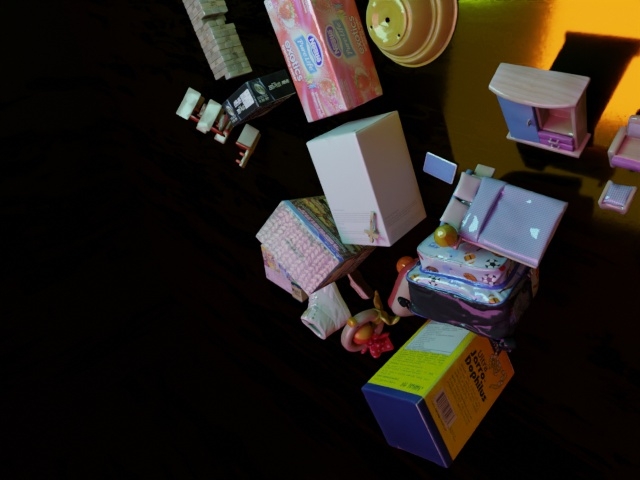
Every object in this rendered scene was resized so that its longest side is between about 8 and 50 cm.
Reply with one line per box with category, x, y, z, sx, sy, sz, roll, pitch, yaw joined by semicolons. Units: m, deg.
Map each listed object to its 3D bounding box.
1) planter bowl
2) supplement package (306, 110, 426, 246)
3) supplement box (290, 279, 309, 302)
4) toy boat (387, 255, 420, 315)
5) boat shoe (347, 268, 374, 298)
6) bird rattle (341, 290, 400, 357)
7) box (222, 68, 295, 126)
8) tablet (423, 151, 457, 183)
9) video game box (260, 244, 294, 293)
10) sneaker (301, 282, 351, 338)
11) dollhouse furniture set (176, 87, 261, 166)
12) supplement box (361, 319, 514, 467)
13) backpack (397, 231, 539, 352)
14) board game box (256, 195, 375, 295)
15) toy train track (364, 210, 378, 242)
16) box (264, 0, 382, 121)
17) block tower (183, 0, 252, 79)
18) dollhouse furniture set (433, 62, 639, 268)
planter bowl;0.161;-0.462;0.885;0.217;0.090;0.217;32;139;33
supplement package;0.124;-0.155;1.108;0.177;0.175;0.293;4;121;49
supplement box;-0.068;0.189;1.721;0.056;0.083;0.083;26;135;36
toy boat;0.264;0.110;1.220;0.231;0.151;0.151;100;157;-45
boat shoe;0.126;0.148;1.474;0.135;0.050;0.045;55;141;2
bird rattle;0.155;0.299;1.446;0.143;0.207;0.253;54;142;38
box;-0.189;-0.429;1.299;0.180;0.147;0.077;-10;110;55
tablet;0.289;-0.176;1.039;0.083;0.006;0.054;34;141;31
video game box;-0.161;0.121;1.814;0.205;0.048;0.187;28;139;35
sneaker;-0.017;0.224;1.613;0.292;0.169;0.108;59;148;-1
dollhouse furniture set;-0.347;-0.370;1.457;0.259;0.135;0.262;29;-178;-4
supplement box;0.320;0.373;1.142;0.194;0.356;0.195;-9;110;54
backpack;0.345;0.066;0.945;0.276;0.263;0.213;19;126;39
board game box;0.000;0.000;1.268;0.232;0.291;0.141;47;116;14
toy train track;0.128;-0.033;1.041;0.048;0.014;0.083;28;131;42
box;0.012;-0.459;1.026;0.154;0.142;0.300;2;119;50
block tower;-0.333;-0.670;1.330;0.097;0.091;0.335;1;117;52
dollhouse furniture set;0.359;-0.087;0.717;0.286;0.198;0.303;29;94;35
